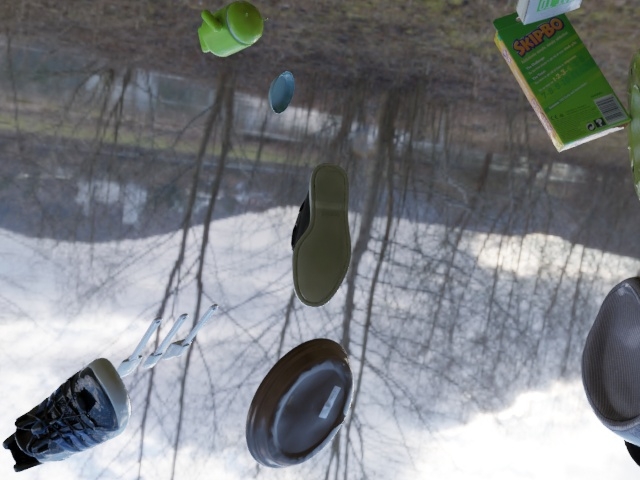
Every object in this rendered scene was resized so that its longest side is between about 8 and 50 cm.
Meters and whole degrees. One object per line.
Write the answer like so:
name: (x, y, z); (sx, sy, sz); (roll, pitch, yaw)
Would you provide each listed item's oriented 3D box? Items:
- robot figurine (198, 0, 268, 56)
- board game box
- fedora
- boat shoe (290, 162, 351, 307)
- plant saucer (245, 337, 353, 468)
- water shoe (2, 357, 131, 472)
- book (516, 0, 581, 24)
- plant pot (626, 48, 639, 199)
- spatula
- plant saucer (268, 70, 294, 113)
robot figurine: (-0.135, -0.323, 1.069); (0.115, 0.067, 0.101); (-11, 179, 40)
board game box: (0.392, -0.279, 1.161); (0.124, 0.259, 0.039); (-20, 162, -6)
fedora: (0.398, 0.137, 0.826); (0.124, 0.275, 0.243); (22, 152, -9)
boat shoe: (-0.004, -0.001, 1.561); (0.127, 0.340, 0.113); (6, 157, -10)
plant saucer: (-0.028, 0.325, 1.367); (0.041, 0.277, 0.278); (23, -165, 40)
water shoe: (-0.250, 0.182, 0.683); (0.080, 0.073, 0.203); (-23, 165, -45)
book: (0.350, -0.388, 1.022); (0.096, 0.035, 0.144); (-14, 156, -1)
plant pot: (0.643, -0.181, 1.010); (0.353, 0.366, 0.366); (-4, -178, 18)
spatula: (-0.296, 0.191, 1.345); (0.168, 0.019, 0.242); (-10, 151, -41)
plant saucer: (-0.112, -0.410, 1.931); (0.021, 0.119, 0.119); (21, -169, 21)
